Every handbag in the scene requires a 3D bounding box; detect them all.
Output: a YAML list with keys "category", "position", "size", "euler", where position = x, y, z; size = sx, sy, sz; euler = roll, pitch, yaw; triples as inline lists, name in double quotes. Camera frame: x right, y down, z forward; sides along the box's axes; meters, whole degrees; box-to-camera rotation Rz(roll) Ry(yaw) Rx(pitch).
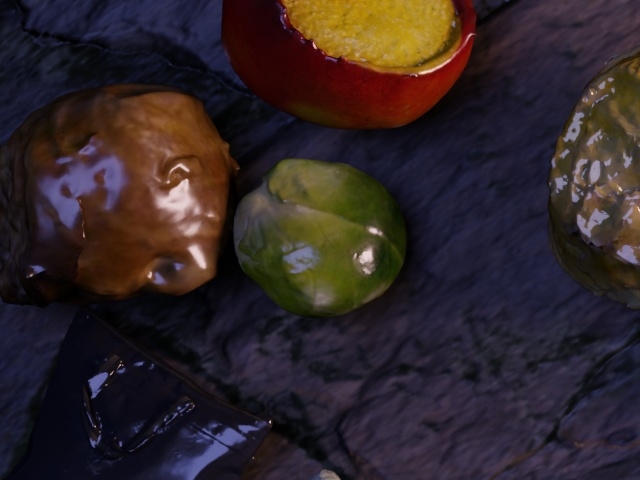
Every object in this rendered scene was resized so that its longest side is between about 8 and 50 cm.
- category: "handbag"
  position: [-0.178, 0.201, 1.753]
  size: [0.254, 0.089, 0.211]
  euler: [29, 94, 31]

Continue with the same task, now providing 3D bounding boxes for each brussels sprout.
- category: "brussels sprout"
  position: [0.001, 0.003, 1.692]
  size: [0.155, 0.117, 0.155]
  euler: [-10, 56, 15]

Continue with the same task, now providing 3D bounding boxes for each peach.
- category: "peach"
  position: [0.027, -0.194, 1.674]
  size: [0.226, 0.190, 0.196]
  euler: [5, 104, 41]

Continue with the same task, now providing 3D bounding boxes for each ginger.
- category: "ginger"
  position: [-0.191, -0.043, 1.757]
  size: [0.223, 0.269, 0.200]
  euler: [-7, 89, -14]

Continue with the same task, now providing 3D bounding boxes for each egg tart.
- category: "egg tart"
  position: [0.269, -0.063, 1.569]
  size: [0.252, 0.098, 0.232]
  euler: [-43, 55, 26]

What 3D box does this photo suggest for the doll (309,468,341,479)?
- category: "doll"
  position: [0.048, 0.295, 1.634]
  size: [0.103, 0.071, 0.214]
  euler: [-42, 71, 18]
